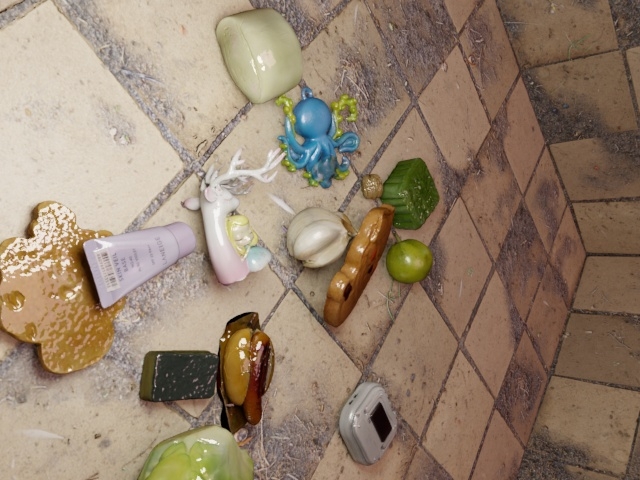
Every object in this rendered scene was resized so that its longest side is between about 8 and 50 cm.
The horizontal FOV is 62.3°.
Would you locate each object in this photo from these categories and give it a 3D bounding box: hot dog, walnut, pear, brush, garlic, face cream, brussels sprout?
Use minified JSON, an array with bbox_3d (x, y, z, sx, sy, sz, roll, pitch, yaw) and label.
[{"bbox_3d":[-0.189,0.375,1.494,0.194,0.107,0.325,-14,100,-46],"label":"hot dog"},{"bbox_3d":[0.187,-0.192,1.915,0.079,0.082,0.095,-11,100,-18],"label":"walnut"},{"bbox_3d":[0.328,0.059,2.014,0.180,0.166,0.216,-21,83,-32],"label":"pear"},{"bbox_3d":[-0.355,0.345,1.354,0.197,0.059,0.123,12,80,-46],"label":"brush"},{"bbox_3d":[-0.012,-0.011,1.636,0.184,0.203,0.281,46,16,-1],"label":"garlic"},{"bbox_3d":[-0.417,0.034,1.237,0.274,0.096,0.153,-32,119,-53],"label":"face cream"},{"bbox_3d":[-0.309,0.627,1.272,0.344,0.269,0.343,41,43,-54],"label":"brussels sprout"}]

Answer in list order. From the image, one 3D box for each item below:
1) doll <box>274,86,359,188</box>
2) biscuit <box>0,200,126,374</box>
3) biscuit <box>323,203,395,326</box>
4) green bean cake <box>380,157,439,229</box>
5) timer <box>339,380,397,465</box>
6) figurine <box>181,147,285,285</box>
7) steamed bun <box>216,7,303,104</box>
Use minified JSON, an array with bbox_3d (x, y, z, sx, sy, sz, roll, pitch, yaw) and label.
[{"bbox_3d":[-0.011,-0.329,1.711,0.346,0.099,0.340,-28,122,-36],"label":"doll"},{"bbox_3d":[-0.560,0.101,1.146,0.270,0.051,0.375,-12,97,-48],"label":"biscuit"},{"bbox_3d":[0.137,0.078,1.749,0.455,0.078,0.349,-62,168,-16],"label":"biscuit"},{"bbox_3d":[0.346,-0.174,2.044,0.248,0.125,0.222,-50,124,-34],"label":"green bean cake"},{"bbox_3d":[0.177,0.651,1.887,0.237,0.087,0.261,-43,120,-38],"label":"timer"},{"bbox_3d":[-0.225,-0.085,1.420,0.284,0.207,0.315,-32,119,-35],"label":"figurine"},{"bbox_3d":[-0.162,-0.524,1.481,0.200,0.155,0.250,-34,99,-39],"label":"steamed bun"}]
